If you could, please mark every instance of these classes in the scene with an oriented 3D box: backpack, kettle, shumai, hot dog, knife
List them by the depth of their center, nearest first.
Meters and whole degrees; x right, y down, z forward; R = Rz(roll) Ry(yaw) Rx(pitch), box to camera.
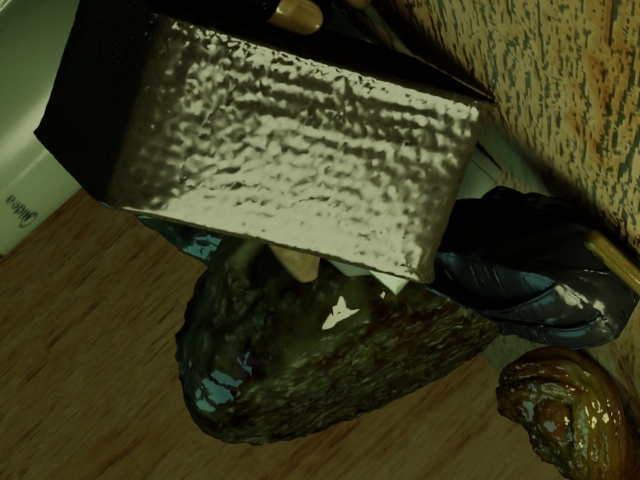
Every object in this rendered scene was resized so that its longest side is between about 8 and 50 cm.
[{"bbox_3d":[0.278,0.077,1.303,0.256,0.022,0.046,42,172,-8],"label":"knife"},{"bbox_3d":[0.166,0.020,1.372,0.120,0.106,0.165,36,164,-33],"label":"backpack"},{"bbox_3d":[-0.258,-0.202,1.657,0.250,0.377,0.361,45,178,27],"label":"kettle"},{"bbox_3d":[0.000,0.000,1.935,0.395,0.395,0.348,52,-166,-69],"label":"shumai"},{"bbox_3d":[0.299,0.217,2.163,0.196,0.122,0.272,46,180,24],"label":"hot dog"}]

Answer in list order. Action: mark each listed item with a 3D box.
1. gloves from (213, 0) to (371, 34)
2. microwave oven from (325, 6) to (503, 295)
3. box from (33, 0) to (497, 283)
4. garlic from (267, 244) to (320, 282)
[{"bbox_3d":[-0.037,-0.212,1.303,0.181,0.106,0.129,15,-165,-25],"label":"gloves"},{"bbox_3d":[0.019,-0.080,1.553,0.208,0.162,0.122,42,180,-19],"label":"microwave oven"},{"bbox_3d":[-0.042,-0.085,1.331,0.273,0.143,0.184,14,-167,-27],"label":"box"},{"bbox_3d":[-0.016,-0.095,1.733,0.318,0.112,0.143,-78,-23,-48],"label":"garlic"}]
